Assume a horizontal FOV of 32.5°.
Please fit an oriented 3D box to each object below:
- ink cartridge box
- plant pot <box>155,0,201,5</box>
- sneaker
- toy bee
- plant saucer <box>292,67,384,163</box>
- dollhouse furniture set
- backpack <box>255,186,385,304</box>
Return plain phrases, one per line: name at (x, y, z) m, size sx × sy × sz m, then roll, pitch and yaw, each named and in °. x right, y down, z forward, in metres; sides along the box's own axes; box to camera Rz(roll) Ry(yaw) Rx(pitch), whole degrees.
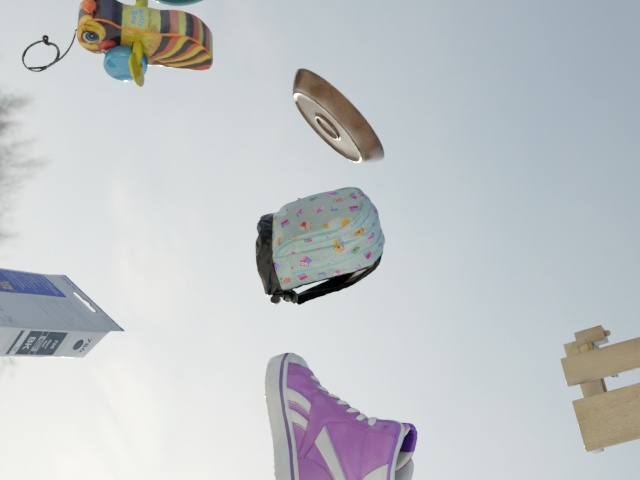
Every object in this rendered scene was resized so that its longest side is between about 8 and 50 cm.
ink cartridge box at (-0.456, 0.110, 1.693) m, size 0.165 × 0.332 × 0.065 m, roll 38°, pitch -80°, yaw 22°
plant pot at (-0.219, -0.498, 1.460) m, size 0.235 × 0.293 × 0.293 m, roll 38°, pitch -45°, yaw 24°
sneaker at (0.026, 0.217, 1.238) m, size 0.282 × 0.161 × 0.102 m, roll -104°, pitch 176°, yaw -55°
toy bee at (-0.317, -0.323, 1.722) m, size 0.162 × 0.298 × 0.195 m, roll 98°, pitch -31°, yaw -62°
plant saucer at (0.017, -0.162, 1.490) m, size 0.168 × 0.029 × 0.168 m, roll 44°, pitch -11°, yaw 11°
dollhouse furniture set at (0.357, 0.164, 1.258) m, size 0.123 × 0.151 × 0.144 m, roll -19°, pitch -113°, yaw 18°
backpack at (0.000, 0.000, 1.569) m, size 0.152 × 0.182 × 0.115 m, roll -93°, pitch 166°, yaw -47°
